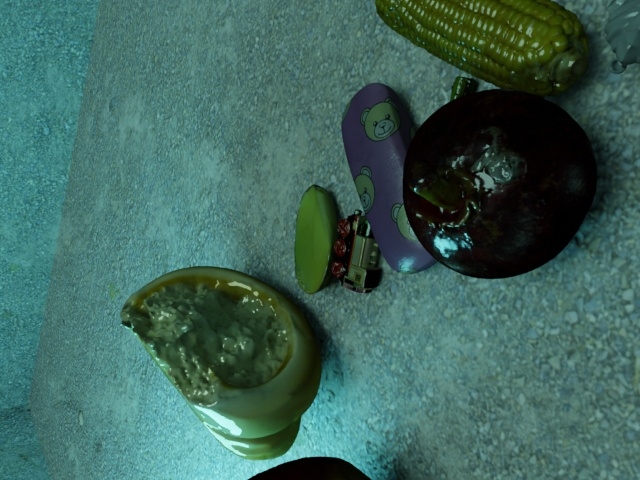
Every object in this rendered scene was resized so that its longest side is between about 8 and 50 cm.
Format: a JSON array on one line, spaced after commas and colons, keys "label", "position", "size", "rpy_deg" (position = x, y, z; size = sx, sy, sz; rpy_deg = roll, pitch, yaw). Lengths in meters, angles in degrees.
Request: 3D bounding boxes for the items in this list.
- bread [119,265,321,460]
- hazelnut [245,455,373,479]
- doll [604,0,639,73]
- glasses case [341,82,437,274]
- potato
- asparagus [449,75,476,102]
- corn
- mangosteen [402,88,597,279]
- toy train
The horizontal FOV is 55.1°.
[{"label": "bread", "position": [-0.196, 0.223, 1.151], "size": [0.424, 0.329, 0.245], "rpy_deg": [35, 118, 39]}, {"label": "hazelnut", "position": [-0.025, 0.548, 0.903], "size": [0.353, 0.421, 0.420], "rpy_deg": [58, -157, -79]}, {"label": "doll", "position": [0.368, -0.258, 0.656], "size": [0.094, 0.079, 0.180], "rpy_deg": [34, 105, 19]}, {"label": "glasses case", "position": [0.111, -0.101, 0.966], "size": [0.123, 0.076, 0.316], "rpy_deg": [-39, 61, 44]}, {"label": "potato", "position": [0.000, 0.000, 1.126], "size": [0.119, 0.054, 0.197], "rpy_deg": [-24, 67, 53]}, {"label": "asparagus", "position": [0.196, -0.154, 0.895], "size": [0.030, 0.036, 0.165], "rpy_deg": [-144, 60, -69]}, {"label": "corn", "position": [0.203, -0.291, 0.821], "size": [0.363, 0.120, 0.120], "rpy_deg": [47, 125, 42]}, {"label": "mangosteen", "position": [0.188, -0.062, 0.723], "size": [0.235, 0.261, 0.235], "rpy_deg": [10, 105, 43]}, {"label": "toy train", "position": [0.067, 0.019, 1.046], "size": [0.087, 0.050, 0.138], "rpy_deg": [19, 104, 45]}]
